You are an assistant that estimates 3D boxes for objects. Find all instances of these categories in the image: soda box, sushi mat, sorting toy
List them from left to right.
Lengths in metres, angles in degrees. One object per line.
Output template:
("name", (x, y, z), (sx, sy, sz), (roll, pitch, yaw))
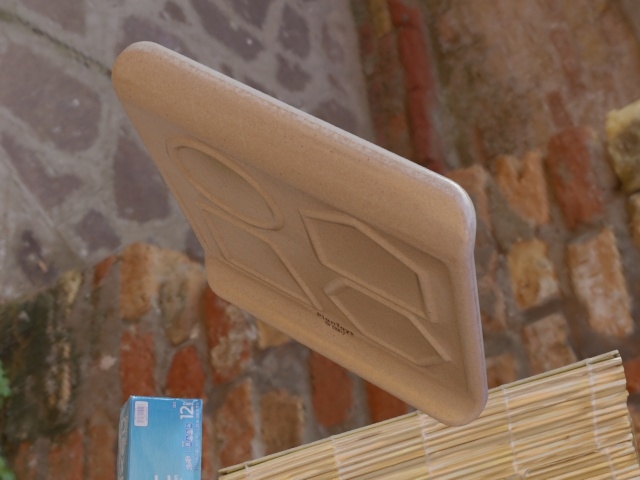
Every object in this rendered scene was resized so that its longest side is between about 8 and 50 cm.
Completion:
("soda box", (-0.145, 0.248, 0.963), (0.067, 0.071, 0.210), (6, 71, -17))
("sorting toy", (0.000, 0.000, 0.550), (0.038, 0.193, 0.208), (-53, 155, -23))
("sushi mat", (0.091, 0.190, 0.828), (0.019, 0.316, 0.151), (-109, -178, -65))
